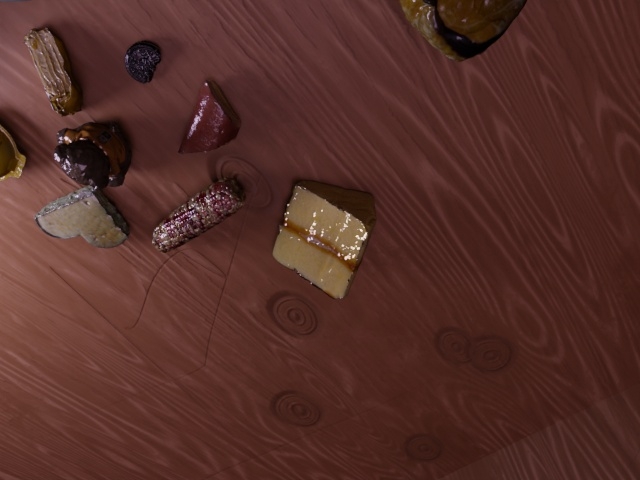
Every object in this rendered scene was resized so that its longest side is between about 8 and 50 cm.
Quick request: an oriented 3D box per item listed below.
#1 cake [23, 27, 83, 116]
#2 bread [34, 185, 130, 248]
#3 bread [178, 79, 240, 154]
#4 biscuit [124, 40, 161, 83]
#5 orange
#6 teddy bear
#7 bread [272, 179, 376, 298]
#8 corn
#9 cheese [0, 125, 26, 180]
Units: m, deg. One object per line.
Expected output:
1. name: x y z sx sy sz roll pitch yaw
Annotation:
1. cake: -0.570 -0.367 1.170 0.079 0.116 0.185 -23 93 4
2. bread: -0.604 -0.068 1.355 0.231 0.064 0.173 13 122 -17
3. bread: -0.251 -0.273 1.253 0.119 0.067 0.193 18 121 -18
4. biscuit: -0.391 -0.396 1.176 0.087 0.027 0.089 -15 124 5
5. orange: 0.260 -0.553 1.037 0.270 0.210 0.369 -34 123 -4
6. teddy bear: -0.517 -0.193 1.204 0.140 0.190 0.177 -38 116 26
7. bread: 0.000 0.000 1.410 0.235 0.198 0.264 15 120 -8
8. corn: -0.322 -0.061 1.379 0.289 0.098 0.098 -32 123 18
9. cheese: -0.822 -0.227 1.215 0.270 0.069 0.177 24 118 -18
